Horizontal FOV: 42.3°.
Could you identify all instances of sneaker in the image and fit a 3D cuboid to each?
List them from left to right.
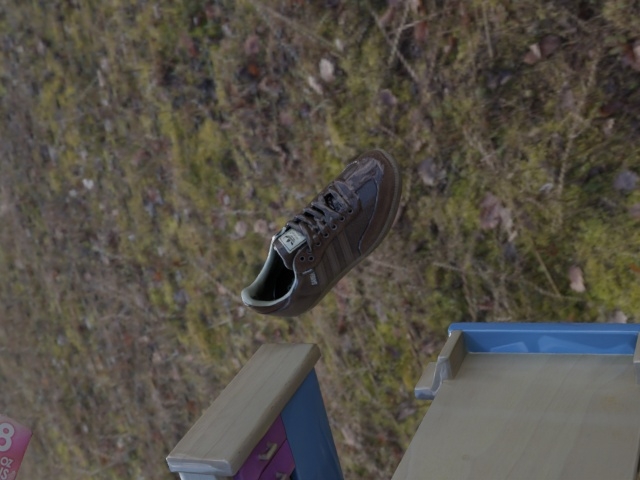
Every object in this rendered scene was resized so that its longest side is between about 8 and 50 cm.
[{"bbox_3d":[0.000,0.000,0.723,0.066,0.071,0.188,49,118,29],"label":"sneaker"}]

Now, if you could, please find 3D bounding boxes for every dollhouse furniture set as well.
[{"bbox_3d":[0.069,0.203,0.487,0.303,0.286,0.198,-4,113,27],"label":"dollhouse furniture set"}]

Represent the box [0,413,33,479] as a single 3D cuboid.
[{"bbox_3d":[-0.310,0.097,0.361,0.154,0.300,0.142,-16,49,42],"label":"box"}]
